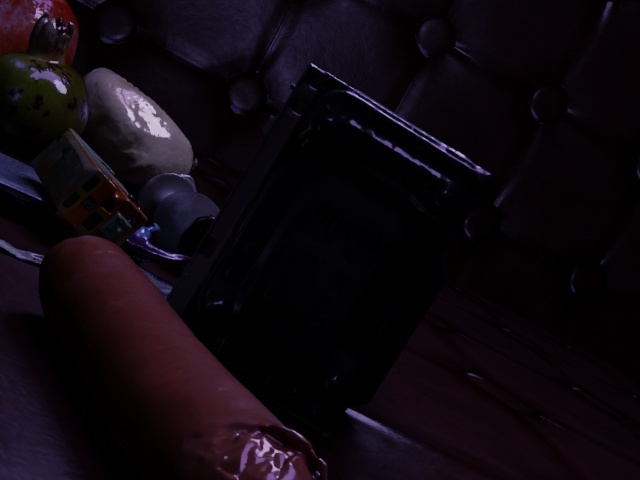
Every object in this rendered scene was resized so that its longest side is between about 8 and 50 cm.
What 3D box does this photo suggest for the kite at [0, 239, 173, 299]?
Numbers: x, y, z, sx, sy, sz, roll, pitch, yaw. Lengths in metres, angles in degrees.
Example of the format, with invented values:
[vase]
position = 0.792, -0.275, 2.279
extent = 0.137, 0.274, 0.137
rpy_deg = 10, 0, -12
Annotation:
[kite]
position = -0.194, 0.059, 0.953
extent = 0.314, 0.011, 0.335
rpy_deg = 24, 7, -35

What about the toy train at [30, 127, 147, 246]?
[toy train]
position = -0.277, -0.061, 1.052
extent = 0.099, 0.072, 0.188
rpy_deg = 47, -2, -41

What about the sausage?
[sausage]
position = -0.108, 0.100, 0.610
extent = 0.094, 0.094, 0.419
rpy_deg = 51, -10, -36

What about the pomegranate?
[pomegranate]
position = -0.447, -0.241, 1.409
extent = 0.179, 0.210, 0.179
rpy_deg = 11, -13, 3

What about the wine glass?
[wine glass]
position = -0.187, -0.023, 1.251
extent = 0.103, 0.103, 0.222
rpy_deg = 25, 7, -30

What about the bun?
[bun]
position = -0.347, -0.180, 1.568
extent = 0.259, 0.160, 0.259
rpy_deg = 42, -10, 9

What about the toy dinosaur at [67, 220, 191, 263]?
[toy dinosaur]
position = -0.233, 0.001, 1.116
extent = 0.197, 0.045, 0.080
rpy_deg = 23, 17, 14

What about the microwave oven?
[microwave oven]
position = 0.007, 0.007, 0.896
extent = 0.237, 0.295, 0.181
rpy_deg = 32, 5, 5

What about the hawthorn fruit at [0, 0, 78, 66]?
[hawthorn fruit]
position = -0.640, -0.421, 1.834
extent = 0.284, 0.284, 0.284
rpy_deg = 28, 6, -3

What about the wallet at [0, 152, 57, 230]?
[wallet]
position = -0.399, -0.082, 1.075
extent = 0.167, 0.036, 0.222
rpy_deg = 26, 6, -23
